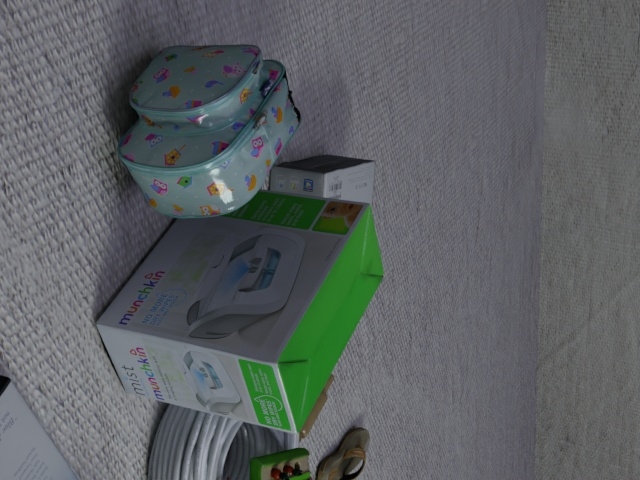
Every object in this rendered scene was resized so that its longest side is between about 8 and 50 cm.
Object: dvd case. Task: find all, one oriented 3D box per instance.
[{"bbox_3d":[-0.315,0.279,1.052,0.180,0.022,0.253,-61,149,-36],"label":"dvd case"}]

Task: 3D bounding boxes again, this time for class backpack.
[{"bbox_3d":[-0.126,-0.120,1.143,0.144,0.165,0.188,66,38,-48],"label":"backpack"}]

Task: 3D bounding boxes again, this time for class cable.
[{"bbox_3d":[-0.119,0.282,1.380,0.257,0.089,0.257,-18,110,-58],"label":"cable"}]

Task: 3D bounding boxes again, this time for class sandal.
[{"bbox_3d":[0.049,0.387,1.840,0.180,0.049,0.072,-29,125,-59],"label":"sandal"}]

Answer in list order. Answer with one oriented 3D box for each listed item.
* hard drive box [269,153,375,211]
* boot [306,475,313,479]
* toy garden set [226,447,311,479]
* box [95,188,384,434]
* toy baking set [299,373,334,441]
[{"bbox_3d":[0.000,0.000,1.548,0.181,0.089,0.232,-19,115,-62],"label":"hard drive box"},{"bbox_3d":[-0.056,0.427,1.483,0.207,0.090,0.249,9,62,-71],"label":"boot"},{"bbox_3d":[-0.062,0.396,1.321,0.203,0.049,0.244,3,84,-56],"label":"toy garden set"},{"bbox_3d":[-0.084,0.069,1.224,0.262,0.231,0.127,-57,147,-40],"label":"box"},{"bbox_3d":[-0.044,0.227,1.614,0.256,0.030,0.197,-61,146,-36],"label":"toy baking set"}]
